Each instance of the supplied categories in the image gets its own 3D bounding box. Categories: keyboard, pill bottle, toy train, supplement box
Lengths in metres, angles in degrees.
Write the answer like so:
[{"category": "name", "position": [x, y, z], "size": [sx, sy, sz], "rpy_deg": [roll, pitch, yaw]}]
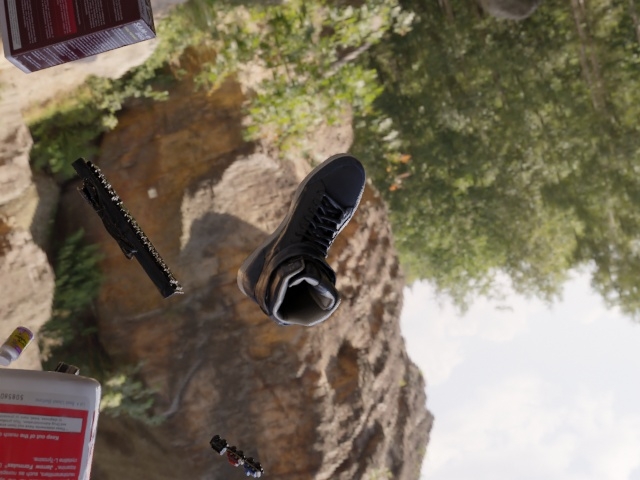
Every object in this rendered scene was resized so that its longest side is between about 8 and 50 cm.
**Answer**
[{"category": "keyboard", "position": [-0.369, -0.026, 1.455], "size": [0.033, 0.317, 0.201], "rpy_deg": [-36, 177, 2]}, {"category": "pill bottle", "position": [-0.485, 0.414, 1.209], "size": [0.228, 0.408, 0.229], "rpy_deg": [4, 165, 1]}, {"category": "toy train", "position": [-0.196, 0.500, 1.770], "size": [0.158, 0.027, 0.036], "rpy_deg": [25, -129, 29]}, {"category": "supplement box", "position": [-0.403, -0.375, 1.268], "size": [0.239, 0.130, 0.073], "rpy_deg": [-13, 167, 7]}, {"category": "pill bottle", "position": [-0.636, 0.221, 1.594], "size": [0.043, 0.043, 0.083], "rpy_deg": [-13, -147, 29]}]

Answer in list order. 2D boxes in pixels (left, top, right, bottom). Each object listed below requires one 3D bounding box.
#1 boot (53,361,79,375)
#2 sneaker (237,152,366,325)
[{"category": "boot", "position": [-0.723, 0.364, 1.618], "size": [0.377, 0.284, 0.138], "rpy_deg": [-55, -176, -8]}, {"category": "sneaker", "position": [0.001, 0.002, 0.922], "size": [0.226, 0.086, 0.163], "rpy_deg": [-54, -157, 0]}]
